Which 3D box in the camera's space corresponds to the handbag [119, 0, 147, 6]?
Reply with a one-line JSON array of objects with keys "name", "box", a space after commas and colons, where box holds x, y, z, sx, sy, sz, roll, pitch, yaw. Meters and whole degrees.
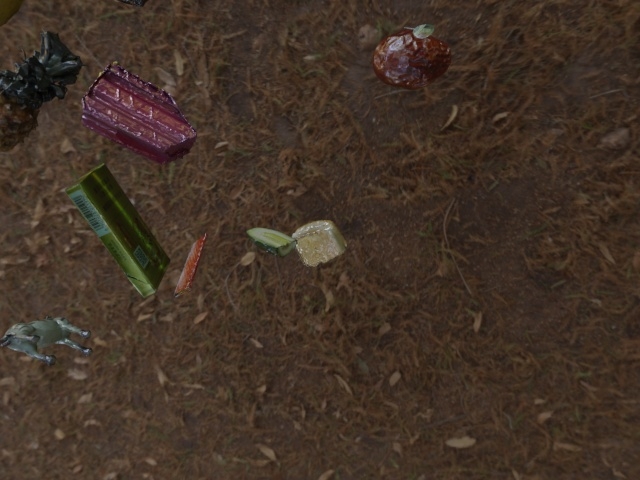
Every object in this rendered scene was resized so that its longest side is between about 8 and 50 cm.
[{"name": "handbag", "box": [-0.473, -0.838, 1.213, 0.152, 0.287, 0.342, 22, 148, 3]}]

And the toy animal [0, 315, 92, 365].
[{"name": "toy animal", "box": [-0.577, 0.196, 0.934, 0.176, 0.217, 0.073, 11, 86, 14]}]

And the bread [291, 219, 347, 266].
[{"name": "bread", "box": [-0.001, 0.001, 1.176, 0.125, 0.082, 0.106, -17, 117, 15]}]

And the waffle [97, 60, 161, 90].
[{"name": "waffle", "box": [-0.550, -0.437, 1.324, 0.197, 0.070, 0.193, 0, 148, 48]}]

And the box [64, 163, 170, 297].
[{"name": "box", "box": [-0.488, -0.026, 1.115, 0.043, 0.173, 0.311, -24, 116, 6]}]

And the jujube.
[{"name": "jujube", "box": [0.308, -0.608, 1.508, 0.291, 0.197, 0.197, -14, 112, -30]}]

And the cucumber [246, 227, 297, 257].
[{"name": "cucumber", "box": [-0.110, 0.003, 0.955, 0.108, 0.067, 0.035, 23, 123, 32]}]

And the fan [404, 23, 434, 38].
[{"name": "fan", "box": [0.271, -0.567, 1.204, 0.060, 0.080, 0.003, -29, 146, -6]}]

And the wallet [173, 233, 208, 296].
[{"name": "wallet", "box": [-0.404, 0.077, 1.408, 0.020, 0.196, 0.103, 31, 143, -29]}]

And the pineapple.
[{"name": "pineapple", "box": [-0.560, -0.281, 0.841, 0.248, 0.128, 0.128, -39, 99, 7]}]

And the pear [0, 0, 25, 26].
[{"name": "pear", "box": [-0.400, -0.338, 0.354, 0.349, 0.348, 0.348, 3, 109, 8]}]

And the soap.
[{"name": "soap", "box": [-0.420, -0.288, 1.072, 0.250, 0.162, 0.099, 28, 145, -14]}]
